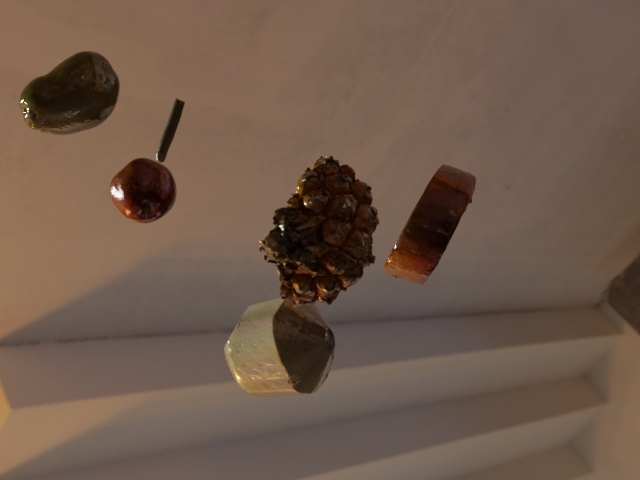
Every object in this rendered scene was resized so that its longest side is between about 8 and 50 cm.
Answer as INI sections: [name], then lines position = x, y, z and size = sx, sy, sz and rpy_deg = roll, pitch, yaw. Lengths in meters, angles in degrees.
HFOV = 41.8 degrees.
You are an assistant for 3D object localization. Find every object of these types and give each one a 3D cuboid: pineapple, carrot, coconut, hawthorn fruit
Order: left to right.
[hawthorn fruit]
position = -0.332, -0.084, 1.583
size = 0.125, 0.140, 0.125
rpy_deg = -16, -17, -5
[coconut]
position = -0.078, 0.245, 1.940
size = 0.244, 0.239, 0.239
rpy_deg = -16, -19, 34
[pineapple]
position = 0.002, -0.006, 1.263
size = 0.164, 0.140, 0.249
rpy_deg = 15, -89, -63
[carrot]
position = 0.238, -0.038, 1.793
size = 0.258, 0.100, 0.307
rpy_deg = -62, -5, 36

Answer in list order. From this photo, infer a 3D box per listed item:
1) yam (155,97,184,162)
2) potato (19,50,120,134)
[yam]
position = -0.262, -0.191, 1.459
size = 0.021, 0.021, 0.116
rpy_deg = 13, -81, -51
[potato]
position = -0.489, -0.281, 1.632
size = 0.194, 0.157, 0.157
rpy_deg = -28, -31, -36
